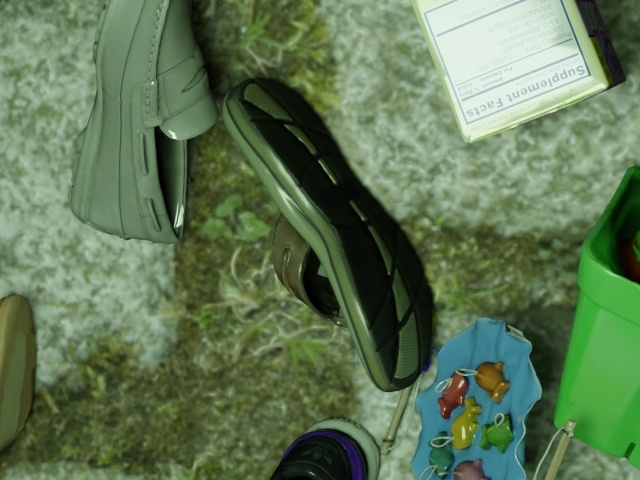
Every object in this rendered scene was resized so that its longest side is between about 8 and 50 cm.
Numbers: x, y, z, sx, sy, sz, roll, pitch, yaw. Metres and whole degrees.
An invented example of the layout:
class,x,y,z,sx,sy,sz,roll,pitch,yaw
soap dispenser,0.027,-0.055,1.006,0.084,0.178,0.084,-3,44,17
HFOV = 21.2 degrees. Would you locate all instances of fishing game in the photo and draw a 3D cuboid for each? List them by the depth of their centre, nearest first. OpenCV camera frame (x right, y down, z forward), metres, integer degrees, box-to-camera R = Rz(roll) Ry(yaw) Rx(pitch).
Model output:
class,x,y,z,sx,sy,sz,roll,pitch,yaw
fishing game,0.120,0.152,1.409,0.041,0.264,0.189,15,104,-25

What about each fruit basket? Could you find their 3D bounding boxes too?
class,x,y,z,sx,sy,sz,roll,pitch,yaw
fruit basket,0.386,0.042,1.294,0.392,0.283,0.392,7,112,18

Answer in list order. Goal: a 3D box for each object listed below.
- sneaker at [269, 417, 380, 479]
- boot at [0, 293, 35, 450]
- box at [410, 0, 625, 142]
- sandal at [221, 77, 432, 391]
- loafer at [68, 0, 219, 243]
class,x,y,z,sx,sy,sz,roll,pitch,yaw
sneaker,-0.038,0.306,1.507,0.102,0.146,0.293,17,100,12
boot,-0.389,0.171,1.603,0.211,0.104,0.295,14,104,12
box,0.141,-0.214,1.363,0.117,0.213,0.243,-21,91,15
sandal,0.000,-0.001,1.488,0.086,0.120,0.303,-38,76,31
loafer,-0.136,-0.133,1.463,0.111,0.112,0.319,21,130,6
